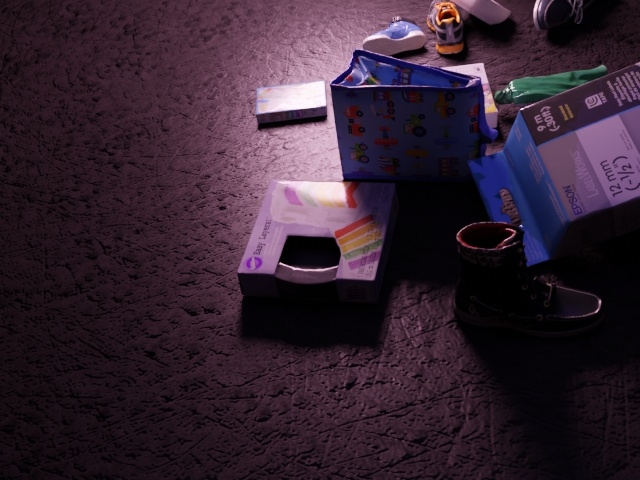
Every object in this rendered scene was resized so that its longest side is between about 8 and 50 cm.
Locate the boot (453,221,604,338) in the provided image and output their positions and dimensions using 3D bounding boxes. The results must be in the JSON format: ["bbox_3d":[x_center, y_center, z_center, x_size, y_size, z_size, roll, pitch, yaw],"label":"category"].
[{"bbox_3d":[0.320,0.061,1.320,0.237,0.178,0.085,3,45,15],"label":"boot"}]

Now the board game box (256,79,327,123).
[{"bbox_3d":[-0.064,-0.308,1.892,0.154,0.026,0.103,-6,43,4],"label":"board game box"}]

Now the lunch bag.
[{"bbox_3d":[0.185,-0.217,1.608,0.293,0.220,0.138,12,47,22],"label":"lunch bag"}]

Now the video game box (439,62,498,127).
[{"bbox_3d":[0.258,-0.297,1.807,0.205,0.048,0.187,-6,41,5],"label":"video game box"}]

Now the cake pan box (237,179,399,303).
[{"bbox_3d":[0.000,0.000,1.528,0.246,0.070,0.266,2,45,16],"label":"cake pan box"}]

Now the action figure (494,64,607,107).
[{"bbox_3d":[0.475,-0.303,1.761,0.232,0.063,0.137,-1,45,3],"label":"action figure"}]

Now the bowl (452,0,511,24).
[{"bbox_3d":[0.367,-0.565,2.029,0.142,0.053,0.142,13,27,-46],"label":"bowl"}]

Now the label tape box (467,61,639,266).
[{"bbox_3d":[0.443,-0.126,1.452,0.348,0.115,0.249,-20,58,9],"label":"label tape box"}]

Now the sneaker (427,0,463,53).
[{"bbox_3d":[0.299,-0.525,2.015,0.084,0.083,0.214,-9,42,3],"label":"sneaker"}]

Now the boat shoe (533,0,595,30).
[{"bbox_3d":[0.584,-0.557,1.993,0.079,0.095,0.254,16,39,40],"label":"boat shoe"}]

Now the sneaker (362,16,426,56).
[{"bbox_3d":[0.164,-0.482,2.009,0.152,0.058,0.084,-12,49,-8],"label":"sneaker"}]
